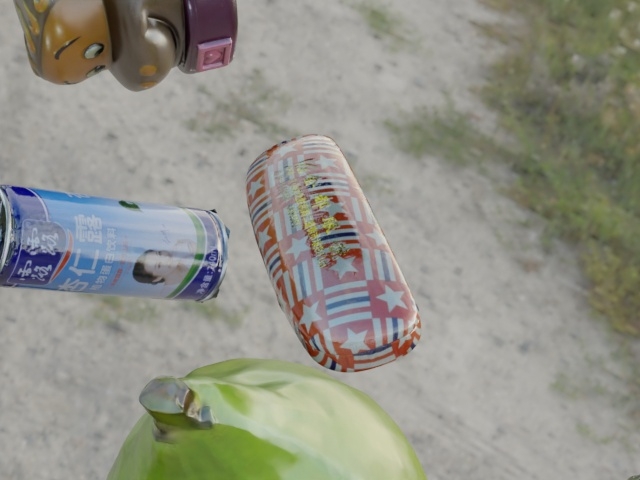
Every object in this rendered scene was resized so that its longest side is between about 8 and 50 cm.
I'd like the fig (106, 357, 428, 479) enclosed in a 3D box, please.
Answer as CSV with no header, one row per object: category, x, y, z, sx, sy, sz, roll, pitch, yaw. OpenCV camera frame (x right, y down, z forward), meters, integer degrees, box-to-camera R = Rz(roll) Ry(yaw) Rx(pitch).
fig,-0.024,0.183,0.876,0.233,0.314,0.233,4,69,-12

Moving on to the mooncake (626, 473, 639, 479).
mooncake,0.288,0.267,1.219,0.073,0.130,0.125,-28,79,-44

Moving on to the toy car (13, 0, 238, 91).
toy car,-0.230,-0.325,1.550,0.240,0.271,0.341,-14,72,-12

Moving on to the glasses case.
glasses case,0.000,0.000,0.834,0.073,0.049,0.194,-20,41,-4

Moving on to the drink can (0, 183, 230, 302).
drink can,-0.205,0.005,1.315,0.235,0.097,0.097,7,31,-36
